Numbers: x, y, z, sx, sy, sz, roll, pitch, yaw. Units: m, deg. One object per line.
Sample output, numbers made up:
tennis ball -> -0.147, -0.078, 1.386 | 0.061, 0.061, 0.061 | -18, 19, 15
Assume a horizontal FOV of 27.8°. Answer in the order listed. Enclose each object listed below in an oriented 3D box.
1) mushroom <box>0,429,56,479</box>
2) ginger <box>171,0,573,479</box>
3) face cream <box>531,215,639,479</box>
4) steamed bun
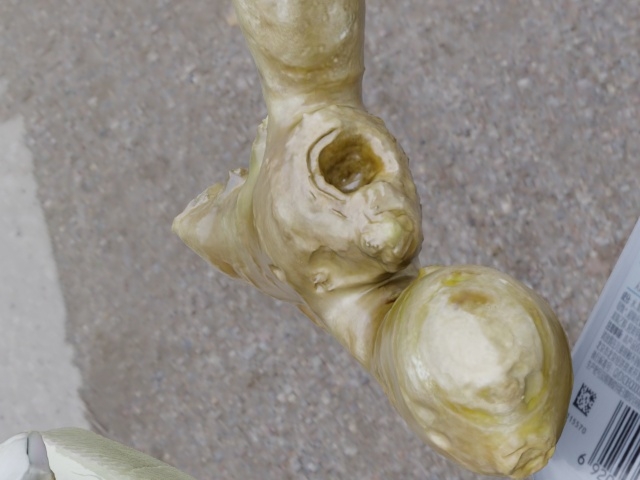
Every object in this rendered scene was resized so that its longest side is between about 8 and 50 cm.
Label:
mushroom -> -0.270, 0.205, 0.994 | 0.209, 0.071, 0.084 | -32, 51, 32
ginger -> 0.020, 0.005, 0.776 | 0.122, 0.348, 0.363 | -26, 69, -17
face cream -> 0.230, 0.016, 0.654 | 0.163, 0.080, 0.337 | 36, 109, 42
steamed bun -> -0.218, 0.287, 1.293 | 0.238, 0.170, 0.153 | 19, 86, 17
